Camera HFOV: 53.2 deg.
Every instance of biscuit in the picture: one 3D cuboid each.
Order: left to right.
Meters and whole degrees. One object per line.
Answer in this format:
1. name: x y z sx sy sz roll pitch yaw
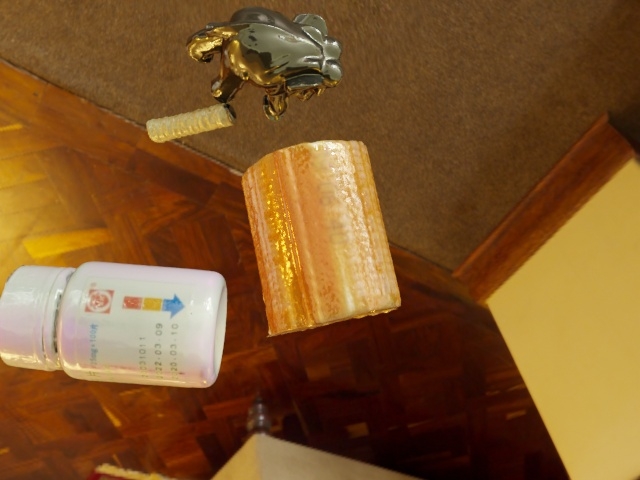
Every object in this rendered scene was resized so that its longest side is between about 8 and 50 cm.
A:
1. biscuit: -0.300 -0.276 1.490 0.219 0.055 0.061 -11 110 17

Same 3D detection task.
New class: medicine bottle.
1. medicine bottle: -0.252 0.103 0.802 0.255 0.152 0.151 4 128 -2

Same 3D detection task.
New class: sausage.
1. sausage: 0.000 0.000 1.086 0.233 0.286 0.233 -11 172 -2

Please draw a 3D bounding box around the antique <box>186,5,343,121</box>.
1. antique: -0.110 -0.396 1.420 0.322 0.185 0.255 15 160 -36
